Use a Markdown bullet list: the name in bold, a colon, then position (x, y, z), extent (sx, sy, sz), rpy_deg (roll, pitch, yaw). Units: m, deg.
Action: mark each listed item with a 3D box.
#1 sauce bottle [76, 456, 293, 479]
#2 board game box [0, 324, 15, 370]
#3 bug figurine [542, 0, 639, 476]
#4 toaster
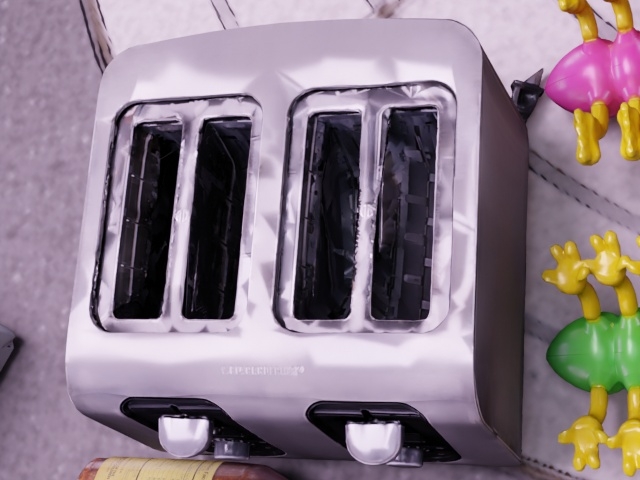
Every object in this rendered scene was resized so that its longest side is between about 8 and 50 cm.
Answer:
- **sauce bottle**: position (-0.045, 0.118, 0.512), extent (0.128, 0.042, 0.042), rpy_deg (1, 80, 17)
- **board game box**: position (-0.337, 0.067, 0.588), extent (0.303, 0.097, 0.224), rpy_deg (28, 89, 22)
- **bug figurine**: position (0.191, -0.019, 0.447), extent (0.216, 0.072, 0.279), rpy_deg (-3, 83, 24)
- **toaster**: position (0.000, 0.000, 0.478), extent (0.168, 0.110, 0.186), rpy_deg (0, 74, 18)
